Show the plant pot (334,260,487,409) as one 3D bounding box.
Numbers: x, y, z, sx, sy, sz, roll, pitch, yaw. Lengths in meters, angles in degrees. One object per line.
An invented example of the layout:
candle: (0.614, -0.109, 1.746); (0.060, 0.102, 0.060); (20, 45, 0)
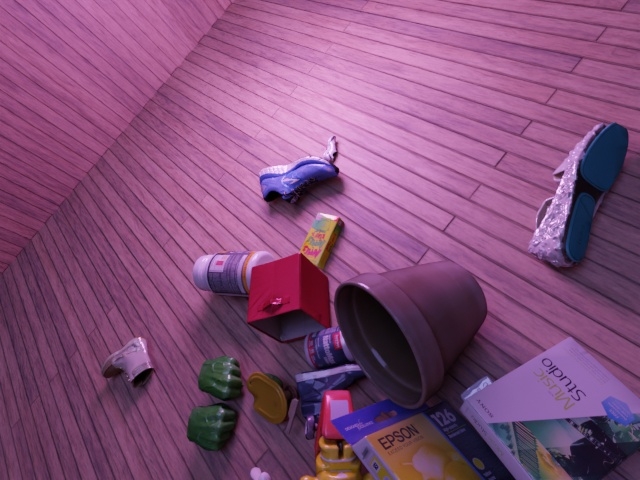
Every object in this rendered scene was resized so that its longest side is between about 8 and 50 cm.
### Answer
plant pot: (0.235, 0.188, 1.050); (0.281, 0.323, 0.323); (-26, 46, -25)

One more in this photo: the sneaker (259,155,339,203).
sneaker: (-0.078, -0.209, 1.586); (0.330, 0.130, 0.147); (-11, 74, 30)

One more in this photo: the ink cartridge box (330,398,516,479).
ink cartridge box: (0.227, 0.449, 0.925); (0.307, 0.304, 0.072); (45, 122, 38)

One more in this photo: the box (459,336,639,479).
box: (0.482, 0.354, 0.868); (0.322, 0.058, 0.232); (-21, 48, -21)

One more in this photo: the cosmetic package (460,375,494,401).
cosmetic package: (0.421, 0.419, 0.938); (0.085, 0.117, 0.231); (-41, 50, 6)

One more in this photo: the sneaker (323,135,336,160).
sneaker: (0.045, -0.345, 1.627); (0.044, 0.040, 0.109); (11, 74, 17)

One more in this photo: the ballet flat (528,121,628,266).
ballet flat: (0.637, -0.124, 1.098); (0.147, 0.147, 0.408); (20, 76, 37)

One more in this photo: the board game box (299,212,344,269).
board game box: (0.000, 0.000, 1.459); (0.092, 0.043, 0.181); (15, 74, 35)

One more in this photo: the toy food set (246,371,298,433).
toy food set: (-0.126, 0.464, 1.276); (0.218, 0.071, 0.128); (18, 105, 41)

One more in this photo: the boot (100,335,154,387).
boot: (-0.720, 0.484, 1.609); (0.213, 0.077, 0.165); (-41, 53, 2)

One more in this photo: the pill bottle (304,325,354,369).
pill bottle: (0.055, 0.296, 1.225); (0.180, 0.108, 0.107); (-20, 56, 21)

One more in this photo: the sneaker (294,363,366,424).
sneaker: (0.050, 0.428, 1.179); (0.226, 0.086, 0.163); (-16, 67, 14)

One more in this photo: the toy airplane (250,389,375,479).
toy airplane: (0.038, 0.588, 0.951); (0.386, 0.272, 0.384); (-42, 80, -16)

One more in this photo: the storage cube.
storage cube: (-0.092, 0.177, 1.316); (0.184, 0.215, 0.193); (-18, 51, 22)

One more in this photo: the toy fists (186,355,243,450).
toy fists: (-0.318, 0.504, 1.348); (0.142, 0.096, 0.279); (-9, 62, 38)

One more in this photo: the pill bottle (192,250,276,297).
pill bottle: (-0.297, 0.115, 1.499); (0.279, 0.162, 0.162); (0, 65, 30)
